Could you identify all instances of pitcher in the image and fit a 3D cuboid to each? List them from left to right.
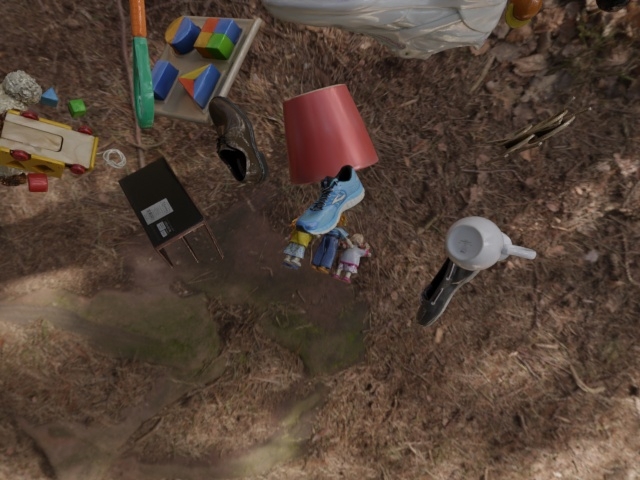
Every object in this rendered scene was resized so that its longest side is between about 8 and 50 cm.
[{"bbox_3d":[0.396,0.013,1.148,0.177,0.207,0.125,12,95,35],"label":"pitcher"}]

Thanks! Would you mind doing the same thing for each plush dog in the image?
[{"bbox_3d":[-0.787,-0.261,1.217,0.210,0.225,0.262,-13,142,-33],"label":"plush dog"}]

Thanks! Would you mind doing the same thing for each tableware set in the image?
[{"bbox_3d":[0.393,-0.207,0.922,0.128,0.194,0.039,-34,94,-8],"label":"tableware set"}]

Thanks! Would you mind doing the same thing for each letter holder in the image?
[{"bbox_3d":[-0.432,-0.056,1.447,0.152,0.214,0.302,-32,57,-12],"label":"letter holder"}]

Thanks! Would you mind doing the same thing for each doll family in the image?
[{"bbox_3d":[0.000,0.000,1.302,0.263,0.118,0.163,12,72,28],"label":"doll family"}]

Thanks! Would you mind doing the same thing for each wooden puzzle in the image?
[{"bbox_3d":[-0.355,-0.485,1.338,0.348,0.080,0.322,16,79,34],"label":"wooden puzzle"}]

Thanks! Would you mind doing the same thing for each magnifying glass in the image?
[{"bbox_3d":[-0.287,-0.296,0.780,0.026,0.092,0.231,-4,104,-27],"label":"magnifying glass"}]

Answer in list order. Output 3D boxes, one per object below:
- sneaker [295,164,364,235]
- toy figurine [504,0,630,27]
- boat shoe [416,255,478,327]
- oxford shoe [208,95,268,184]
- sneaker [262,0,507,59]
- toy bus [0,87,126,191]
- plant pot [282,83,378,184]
[{"bbox_3d":[0.009,-0.071,0.818,0.063,0.162,0.073,14,136,35],"label":"sneaker"},{"bbox_3d":[0.348,-0.400,0.648,0.213,0.209,0.148,-6,68,-3],"label":"toy figurine"},{"bbox_3d":[0.365,0.134,1.501,0.095,0.112,0.335,25,127,-6],"label":"boat shoe"},{"bbox_3d":[-0.202,-0.233,1.128,0.083,0.096,0.227,-32,85,31],"label":"oxford shoe"},{"bbox_3d":[0.080,-0.282,0.615,0.305,0.152,0.114,1,65,2],"label":"sneaker"},{"bbox_3d":[-0.537,-0.179,0.990,0.191,0.104,0.202,-41,98,-37],"label":"toy bus"},{"bbox_3d":[0.011,-0.317,1.460,0.275,0.275,0.243,-15,103,3],"label":"plant pot"}]
